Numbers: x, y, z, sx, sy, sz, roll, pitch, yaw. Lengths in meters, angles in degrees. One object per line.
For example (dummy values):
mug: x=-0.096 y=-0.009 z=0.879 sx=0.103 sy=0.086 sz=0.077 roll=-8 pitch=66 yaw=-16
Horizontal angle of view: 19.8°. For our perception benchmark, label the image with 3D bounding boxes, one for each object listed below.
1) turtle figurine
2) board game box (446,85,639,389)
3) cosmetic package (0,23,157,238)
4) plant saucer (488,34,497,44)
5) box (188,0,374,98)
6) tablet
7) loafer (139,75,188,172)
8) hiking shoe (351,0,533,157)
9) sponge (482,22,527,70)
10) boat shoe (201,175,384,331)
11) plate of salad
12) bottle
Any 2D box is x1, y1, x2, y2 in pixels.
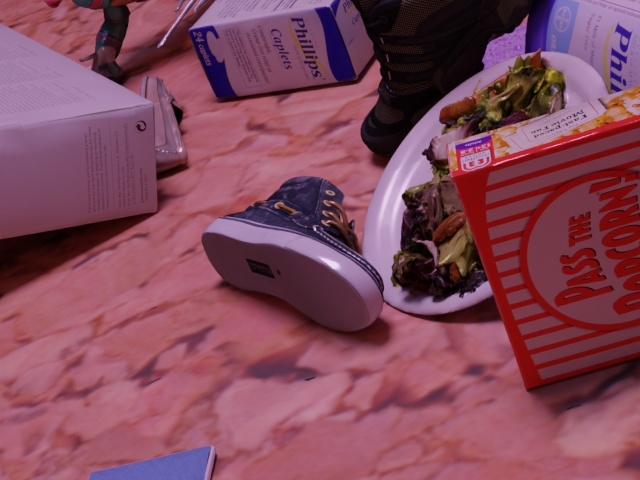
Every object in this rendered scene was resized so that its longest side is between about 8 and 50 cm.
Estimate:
turtle figurine: x=-0.146 y=-0.227 z=1.615 sx=0.234 sy=0.118 sz=0.175 roll=-33 pitch=4 yaw=-43
board game box: x=0.183 y=-0.012 z=1.010 sx=0.193 sy=0.147 sz=0.045 roll=-17 pitch=28 yaw=10
cosmetic package: x=-0.336 y=-0.089 z=1.473 sx=0.284 sy=0.097 sz=0.377 roll=-9 pitch=20 yaw=-27
plant saucer: x=0.123 y=-0.177 z=1.481 sx=0.067 sy=0.018 sz=0.192 roll=2 pitch=37 yaw=38
box: x=-0.017 y=-0.184 z=1.532 sx=0.137 sy=0.072 sz=0.126 roll=-6 pitch=31 yaw=29
tablet: x=-0.104 y=0.147 z=1.080 sx=0.083 sy=0.006 sz=0.054 roll=-15 pitch=29 yaw=15
loafer: x=-0.127 y=-0.093 z=1.490 sx=0.039 sy=0.045 sz=0.125 roll=-3 pitch=35 yaw=-2
hiking shoe: x=0.065 y=-0.153 z=1.277 sx=0.227 sy=0.114 sz=0.086 roll=-57 pitch=12 yaw=43
sponge: x=0.206 y=-0.151 z=1.360 sx=0.210 sy=0.031 sz=0.117 roll=-31 pitch=29 yaw=-17
boat shoe: x=0.000 y=0.000 z=1.201 sx=0.083 sy=0.065 sz=0.183 roll=-36 pitch=30 yaw=-23
plate of salad: x=0.098 y=-0.044 z=1.168 sx=0.200 sy=0.048 sz=0.200 roll=-30 pitch=39 yaw=28
bottle: x=0.238 y=-0.094 z=1.146 sx=0.092 sy=0.118 sz=0.283 roll=-17 pitch=25 yaw=-23
